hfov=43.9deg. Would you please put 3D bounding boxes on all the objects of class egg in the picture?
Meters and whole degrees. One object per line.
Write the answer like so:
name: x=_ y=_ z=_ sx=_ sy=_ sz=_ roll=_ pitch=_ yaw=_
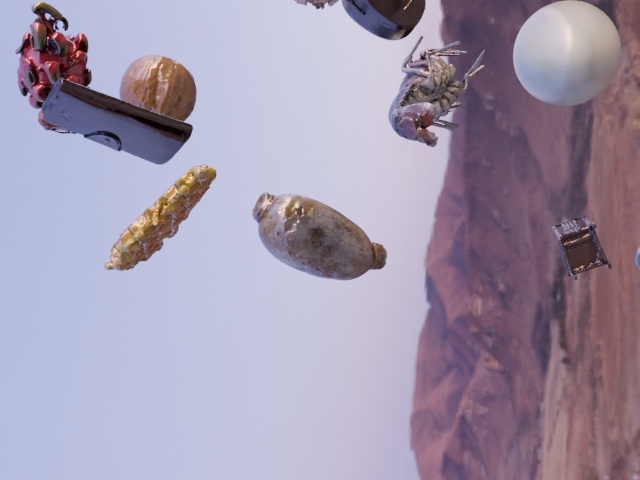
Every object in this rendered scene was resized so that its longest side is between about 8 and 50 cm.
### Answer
egg: x=0.545 y=-0.411 z=1.758 sx=0.371 sy=0.230 sz=0.229 roll=-58 pitch=-30 yaw=-67

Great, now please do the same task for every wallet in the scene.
wallet: x=-0.475 y=-0.268 z=1.841 sx=0.172 sy=0.318 sz=0.045 roll=-34 pitch=45 yaw=47

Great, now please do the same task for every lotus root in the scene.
lotus root: x=0.000 y=0.001 z=1.891 sx=0.175 sy=0.350 sz=0.174 roll=-157 pitch=90 yaw=-80

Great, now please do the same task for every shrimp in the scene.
shrimp: x=0.226 y=-0.305 z=1.616 sx=0.410 sy=0.166 sz=0.221 roll=-47 pitch=-52 yaw=-46

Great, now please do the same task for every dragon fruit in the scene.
dragon fruit: x=-0.661 y=-0.441 z=1.981 sx=0.218 sy=0.198 sz=0.273 roll=-59 pitch=9 yaw=-30

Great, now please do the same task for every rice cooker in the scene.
rice cooker: x=0.109 y=-0.437 z=1.432 sx=0.112 sy=0.165 sz=0.106 roll=-52 pitch=-5 yaw=-14

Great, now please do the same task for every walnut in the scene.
walnut: x=-0.468 y=-0.421 z=2.287 sx=0.228 sy=0.228 sz=0.227 roll=4 pitch=-90 yaw=-78

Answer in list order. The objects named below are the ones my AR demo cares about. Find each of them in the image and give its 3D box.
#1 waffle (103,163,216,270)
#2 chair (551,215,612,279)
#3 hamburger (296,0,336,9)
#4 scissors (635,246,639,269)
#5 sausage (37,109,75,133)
waffle: x=-0.339 y=-0.050 z=1.713 sx=0.300 sy=0.058 sz=0.281 roll=-47 pitch=1 yaw=9
chair: x=0.541 y=0.012 z=1.658 sx=0.212 sy=0.084 sz=0.101 roll=-22 pitch=-88 yaw=-77
hamburger: x=0.013 y=-0.732 z=2.064 sx=0.245 sy=0.156 sz=0.282 roll=-114 pitch=30 yaw=-56
scissors: x=0.572 y=-0.015 z=1.193 sx=0.256 sy=0.125 sz=0.030 roll=94 pitch=-158 yaw=-53
sausage: x=-0.561 y=-0.297 z=1.981 sx=0.327 sy=0.087 sz=0.079 roll=-1 pitch=-120 yaw=-62
